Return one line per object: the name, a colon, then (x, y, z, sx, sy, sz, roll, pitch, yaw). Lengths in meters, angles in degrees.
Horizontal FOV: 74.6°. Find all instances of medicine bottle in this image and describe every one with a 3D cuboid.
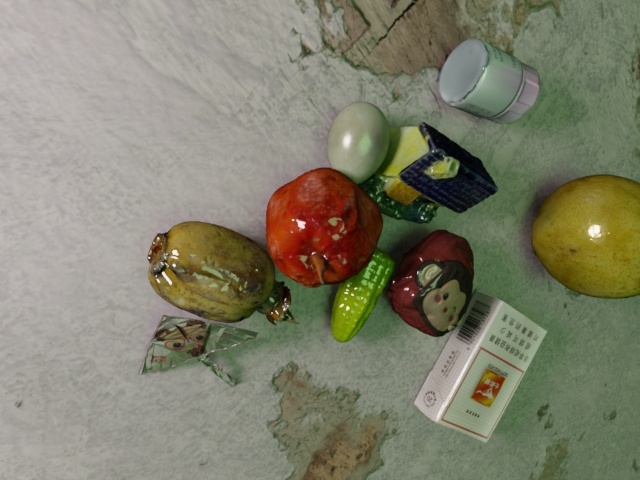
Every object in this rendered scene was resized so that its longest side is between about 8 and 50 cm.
medicine bottle: (0.346, -0.321, 0.863, 0.169, 0.135, 0.135, 10, 97, -26)

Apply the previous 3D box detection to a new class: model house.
model house: (0.213, -0.112, 0.807, 0.194, 0.211, 0.170, 24, 89, -29)

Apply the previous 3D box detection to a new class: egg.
egg: (0.068, -0.179, 0.775, 0.114, 0.114, 0.152, 11, 99, -27)

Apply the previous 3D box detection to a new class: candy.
candy: (0.077, 0.110, 0.856, 0.097, 0.097, 0.209, 21, 94, -27)

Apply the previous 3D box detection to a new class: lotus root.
lotus root: (-0.153, 0.064, 0.714, 0.278, 0.154, 0.154, 27, 89, -27)

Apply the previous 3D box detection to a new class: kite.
kite: (-0.214, 0.203, 0.748, 0.230, 0.012, 0.250, -20, 130, 5)

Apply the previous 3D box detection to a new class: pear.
pear: (0.693, -0.002, 1.015, 0.304, 0.304, 0.303, -6, 104, -24)

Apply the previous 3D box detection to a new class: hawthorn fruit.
hawthorn fruit: (0.000, 0.000, 0.710, 0.208, 0.243, 0.207, 2, 123, 3)

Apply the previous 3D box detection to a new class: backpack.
backpack: (0.242, 0.082, 0.895, 0.229, 0.139, 0.229, -16, 116, -37)

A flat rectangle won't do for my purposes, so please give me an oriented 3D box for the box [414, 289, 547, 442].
box: (0.405, 0.319, 1.058, 0.210, 0.095, 0.330, 31, 87, -27)
